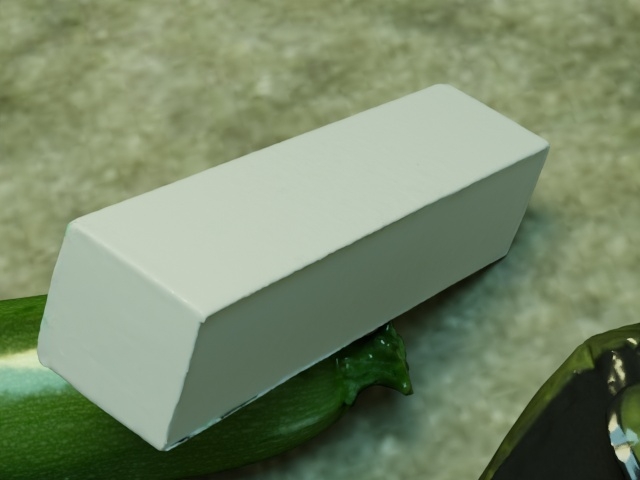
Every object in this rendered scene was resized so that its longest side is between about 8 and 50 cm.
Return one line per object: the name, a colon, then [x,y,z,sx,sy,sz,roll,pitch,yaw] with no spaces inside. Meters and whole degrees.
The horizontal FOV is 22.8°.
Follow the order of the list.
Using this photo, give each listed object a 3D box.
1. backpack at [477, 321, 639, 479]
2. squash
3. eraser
backpack: [0.170,0.165,0.665,0.253,0.140,0.207,37,109,26]
squash: [-0.152,0.081,0.800,0.395,0.107,0.107,-7,57,0]
eraser: [0.000,0.000,0.769,0.078,0.076,0.298,33,33,24]
